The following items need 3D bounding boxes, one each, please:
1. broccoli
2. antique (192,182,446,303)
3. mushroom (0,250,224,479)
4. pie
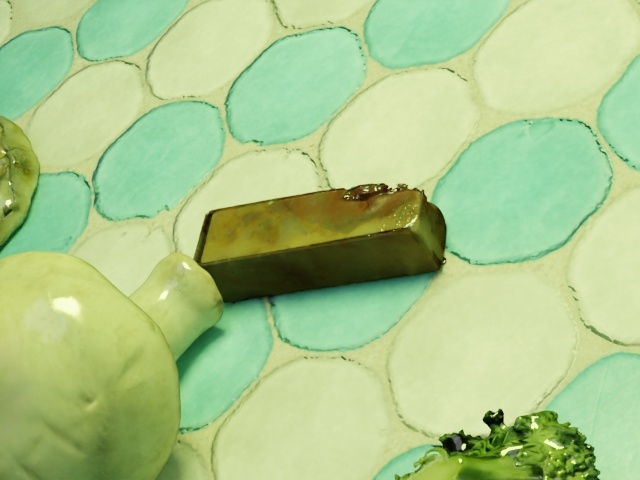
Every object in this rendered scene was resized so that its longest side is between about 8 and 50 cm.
[{"bbox_3d":[0.149,0.258,1.243,0.226,0.176,0.198,7,52,18],"label":"broccoli"},{"bbox_3d":[0.000,0.000,1.617,0.310,0.087,0.093,-9,48,26],"label":"antique"},{"bbox_3d":[-0.277,0.148,1.517,0.356,0.315,0.315,-35,43,0],"label":"mushroom"},{"bbox_3d":[-0.582,-0.053,2.033,0.337,0.075,0.337,-14,53,19],"label":"pie"}]
